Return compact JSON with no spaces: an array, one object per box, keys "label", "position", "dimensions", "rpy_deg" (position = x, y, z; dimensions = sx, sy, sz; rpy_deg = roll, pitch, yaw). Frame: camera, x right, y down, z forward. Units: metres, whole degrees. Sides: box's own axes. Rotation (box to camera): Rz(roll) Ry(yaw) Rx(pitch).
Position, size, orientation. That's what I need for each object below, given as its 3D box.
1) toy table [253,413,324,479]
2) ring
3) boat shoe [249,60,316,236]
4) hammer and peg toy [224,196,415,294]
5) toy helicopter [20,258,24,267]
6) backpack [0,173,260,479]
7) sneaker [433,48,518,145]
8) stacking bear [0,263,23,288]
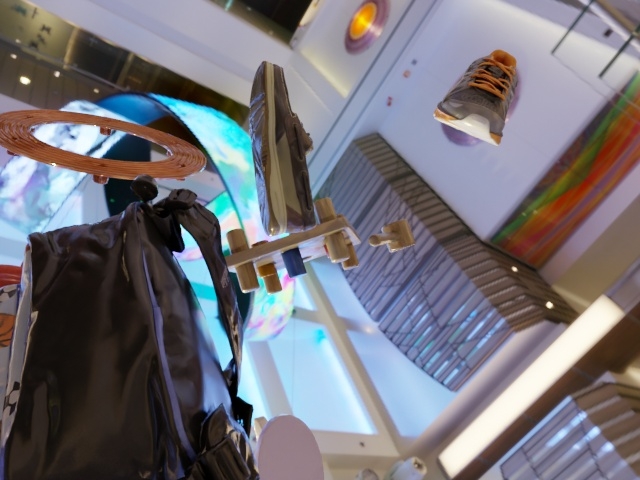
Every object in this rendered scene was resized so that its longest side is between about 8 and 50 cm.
[{"label":"toy table","position":[-0.104,0.574,1.315],"dimensions":[0.252,0.161,0.274],"rpy_deg":[6,-104,-29]},{"label":"ring","position":[-0.362,-0.156,0.873],"dimensions":[0.337,0.032,0.336],"rpy_deg":[14,-159,-6]},{"label":"boat shoe","position":[-0.046,-0.116,0.668],"dimensions":[0.073,0.223,0.080],"rpy_deg":[-2,171,-22]},{"label":"hammer and peg toy","position":[0.000,0.000,1.063],"dimensions":[0.266,0.361,0.127],"rpy_deg":[32,-140,-77]},{"label":"toy helicopter","position":[-0.535,0.177,1.153],"dimensions":[0.140,0.235,0.355],"rpy_deg":[74,-172,-60]},{"label":"backpack","position":[-0.149,0.139,0.419],"dimensions":[0.263,0.213,0.276],"rpy_deg":[74,177,-47]},{"label":"sneaker","position":[0.196,-0.178,0.629],"dimensions":[0.084,0.083,0.215],"rpy_deg":[27,-148,3]},{"label":"stacking bear","position":[-0.524,0.172,0.962],"dimensions":[0.164,0.289,0.175],"rpy_deg":[0,-112,-16]}]
